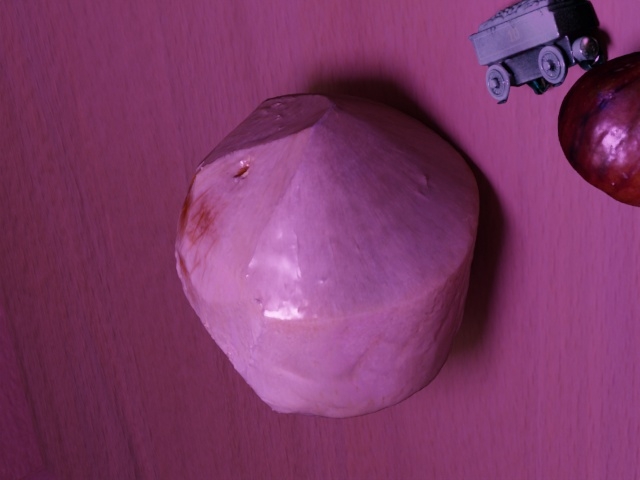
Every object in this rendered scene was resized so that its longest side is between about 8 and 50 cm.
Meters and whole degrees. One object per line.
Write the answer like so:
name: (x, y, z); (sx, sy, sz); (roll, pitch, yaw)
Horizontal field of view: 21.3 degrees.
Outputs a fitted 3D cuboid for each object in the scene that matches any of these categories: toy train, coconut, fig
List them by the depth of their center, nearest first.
fig: (0.305, -0.122, 1.628); (0.148, 0.149, 0.202); (39, 141, 43)
toy train: (0.224, -0.202, 1.769); (0.172, 0.070, 0.099); (-14, 93, 60)
coconut: (0.000, 0.000, 2.018); (0.415, 0.344, 0.415); (42, 150, 31)
